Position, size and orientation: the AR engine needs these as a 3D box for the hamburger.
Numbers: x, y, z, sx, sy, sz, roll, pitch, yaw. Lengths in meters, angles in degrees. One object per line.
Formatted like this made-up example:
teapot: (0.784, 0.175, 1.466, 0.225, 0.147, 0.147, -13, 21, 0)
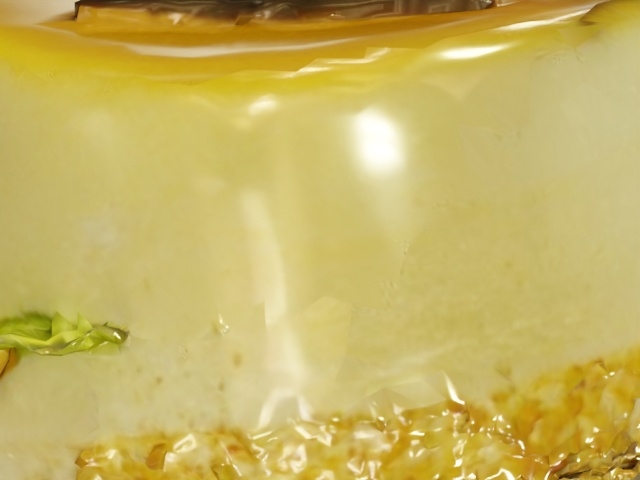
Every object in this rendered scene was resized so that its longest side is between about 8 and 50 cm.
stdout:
hamburger: (0.000, 0.000, 0.606, 0.276, 0.294, 0.179, -59, 146, -71)
